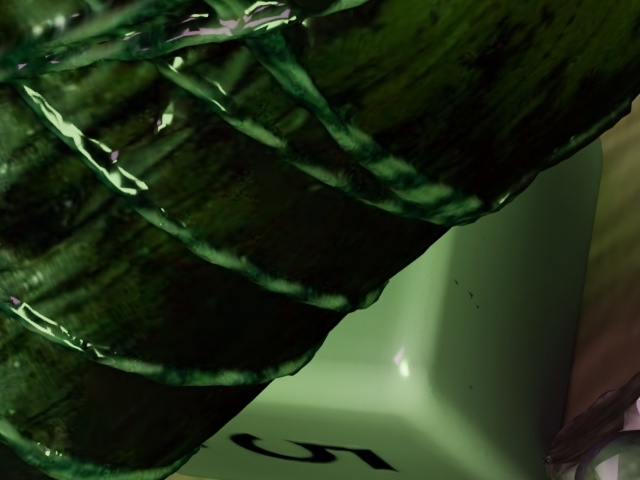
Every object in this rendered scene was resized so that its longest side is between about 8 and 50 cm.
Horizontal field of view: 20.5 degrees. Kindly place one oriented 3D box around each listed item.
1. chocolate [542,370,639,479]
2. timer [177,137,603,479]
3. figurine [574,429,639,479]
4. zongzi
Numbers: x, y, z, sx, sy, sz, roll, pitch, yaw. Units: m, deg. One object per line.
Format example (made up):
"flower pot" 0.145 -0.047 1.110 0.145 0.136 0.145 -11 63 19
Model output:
"chocolate" 0.226 0.024 0.696 0.303 0.185 0.100 -36 87 2
"timer" 0.000 0.000 0.783 0.195 0.194 0.192 3 69 24
"figurine" 0.249 0.136 0.514 0.361 0.377 0.266 -36 59 7
"zongzi" -0.060 -0.018 0.592 0.383 0.319 0.362 -8 74 39
